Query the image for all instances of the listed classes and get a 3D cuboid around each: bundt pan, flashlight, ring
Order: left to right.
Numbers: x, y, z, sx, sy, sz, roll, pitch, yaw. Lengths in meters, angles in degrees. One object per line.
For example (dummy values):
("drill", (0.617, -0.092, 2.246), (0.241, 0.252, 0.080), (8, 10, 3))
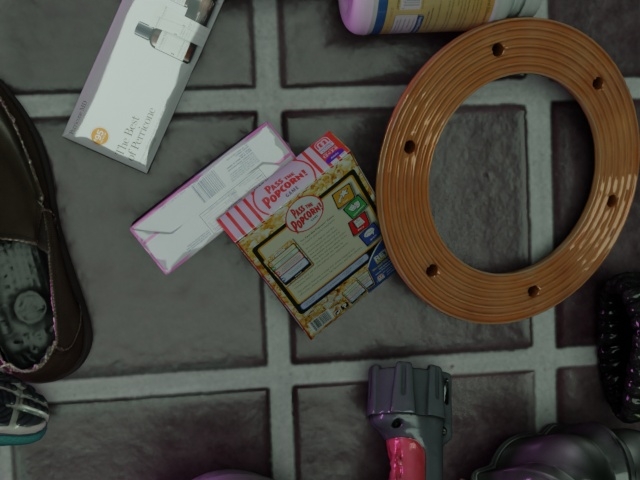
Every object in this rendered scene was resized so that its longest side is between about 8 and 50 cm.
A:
("flashlight", (0.081, 0.282, 1.121), (0.103, 0.103, 0.304), (-7, 67, 21))
("ring", (0.205, -0.072, 1.154), (0.336, 0.032, 0.337), (-7, 107, -25))
("bundt pan", (0.311, 0.343, 1.123), (0.331, 0.124, 0.331), (9, 65, -20))

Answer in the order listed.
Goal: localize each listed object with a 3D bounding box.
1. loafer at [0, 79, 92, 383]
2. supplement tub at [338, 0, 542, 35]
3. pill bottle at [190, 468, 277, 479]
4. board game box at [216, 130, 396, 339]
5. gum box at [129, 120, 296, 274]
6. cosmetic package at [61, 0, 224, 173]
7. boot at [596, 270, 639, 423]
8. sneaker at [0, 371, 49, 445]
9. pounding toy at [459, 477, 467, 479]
("loafer", (-0.326, -0.024, 1.075), (0.134, 0.130, 0.366), (-24, 97, -6))
("supplement tub", (0.123, -0.290, 1.116), (0.199, 0.144, 0.144), (-3, 94, -8))
("pill bottle", (-0.073, 0.354, 0.997), (0.229, 0.407, 0.229), (-1, 94, -9))
("board game box", (0.000, 0.000, 1.112), (0.147, 0.045, 0.193), (-38, 138, -5))
("gum box", (-0.107, -0.049, 1.117), (0.188, 0.107, 0.062), (-38, 98, -4))
("cosmetic package", (-0.179, -0.198, 1.121), (0.099, 0.060, 0.239), (23, 90, -8))
("boot", (0.460, 0.188, 1.199), (0.260, 0.131, 0.348), (-11, 85, -14))
("sneaker", (-0.418, 0.200, 1.108), (0.275, 0.107, 0.110), (-4, 114, -3))
("pounding toy", (0.134, 0.367, 1.196), (0.130, 0.100, 0.141), (-24, 94, 8))
